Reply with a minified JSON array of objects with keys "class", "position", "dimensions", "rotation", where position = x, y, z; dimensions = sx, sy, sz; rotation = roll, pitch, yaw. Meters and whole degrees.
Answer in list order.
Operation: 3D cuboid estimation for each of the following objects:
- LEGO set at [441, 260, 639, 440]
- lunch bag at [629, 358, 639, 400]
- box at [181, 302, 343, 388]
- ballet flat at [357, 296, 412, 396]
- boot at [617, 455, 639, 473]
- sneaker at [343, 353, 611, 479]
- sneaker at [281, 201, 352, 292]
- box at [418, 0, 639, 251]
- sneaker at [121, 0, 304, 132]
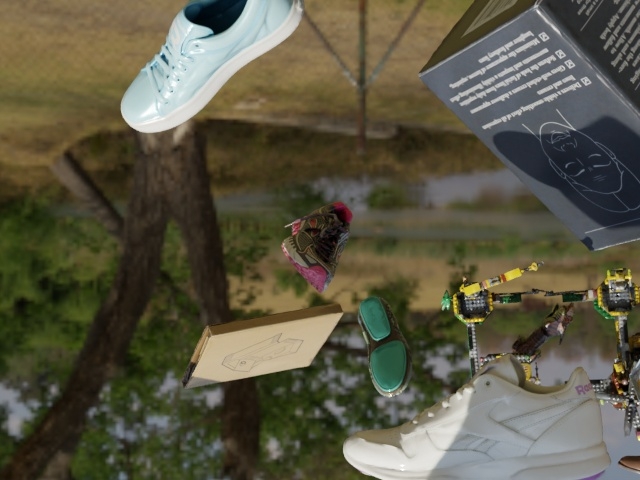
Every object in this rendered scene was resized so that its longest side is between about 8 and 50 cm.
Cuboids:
[{"class":"LEGO set","position":[0.338,0.153,1.552],"dimensions":[0.331,0.255,0.192],"rotation":[4,172,8]},{"class":"lunch bag","position":[0.342,0.143,1.013],"dimensions":[0.071,0.053,0.083],"rotation":[27,-160,-1]},{"class":"box","position":[-0.084,0.151,1.499],"dimensions":[0.201,0.021,0.164],"rotation":[-9,150,-27]},{"class":"ballet flat","position":[0.102,0.164,1.561],"dimensions":[0.070,0.188,0.070],"rotation":[-5,134,-5]},{"class":"boot","position":[0.422,0.232,1.315],"dimensions":[0.106,0.114,0.037],"rotation":[0,-173,22]},{"class":"sneaker","position":[0.174,0.209,1.230],"dimensions":[0.305,0.152,0.114],"rotation":[-6,179,16]},{"class":"sneaker","position":[0.000,0.000,2.127],"dimensions":[0.112,0.121,0.299],"rotation":[-36,-162,16]},{"class":"box","position":[0.394,-0.206,1.497],"dimensions":[0.395,0.212,0.293],"rotation":[44,156,-13]},{"class":"sneaker","position":[-0.208,-0.319,1.707],"dimensions":[0.366,0.135,0.150],"rotation":[-37,150,17]}]
